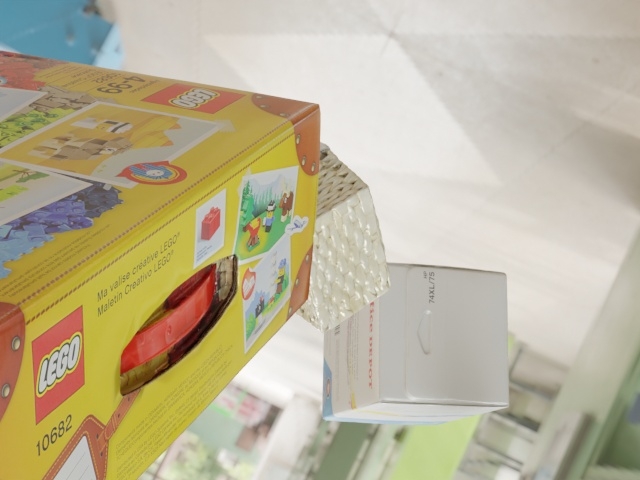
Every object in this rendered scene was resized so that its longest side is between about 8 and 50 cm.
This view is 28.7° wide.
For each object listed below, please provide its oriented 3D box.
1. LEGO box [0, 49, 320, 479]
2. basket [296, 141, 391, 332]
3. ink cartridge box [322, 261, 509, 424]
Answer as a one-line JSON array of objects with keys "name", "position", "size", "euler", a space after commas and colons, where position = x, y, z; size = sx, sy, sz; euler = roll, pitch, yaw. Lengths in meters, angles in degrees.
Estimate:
[{"name": "LEGO box", "position": [-0.263, 0.021, 0.913], "size": [0.372, 0.193, 0.500], "euler": [11, -156, 18]}, {"name": "basket", "position": [0.000, 0.000, 1.337], "size": [0.103, 0.113, 0.167], "euler": [39, 154, 42]}, {"name": "ink cartridge box", "position": [0.132, 0.158, 1.831], "size": [0.197, 0.198, 0.270], "euler": [5, 166, -15]}]
